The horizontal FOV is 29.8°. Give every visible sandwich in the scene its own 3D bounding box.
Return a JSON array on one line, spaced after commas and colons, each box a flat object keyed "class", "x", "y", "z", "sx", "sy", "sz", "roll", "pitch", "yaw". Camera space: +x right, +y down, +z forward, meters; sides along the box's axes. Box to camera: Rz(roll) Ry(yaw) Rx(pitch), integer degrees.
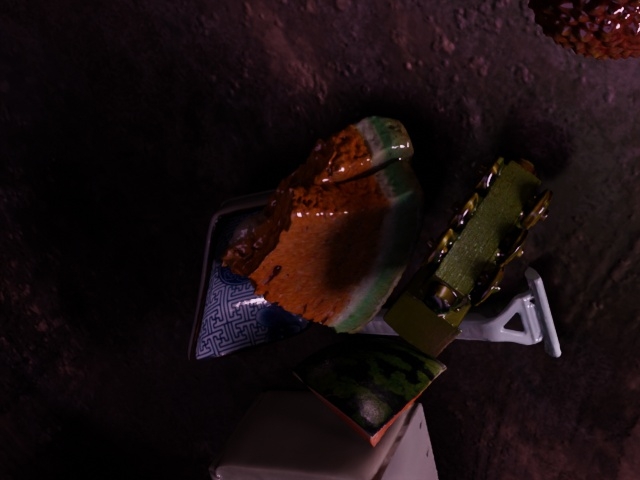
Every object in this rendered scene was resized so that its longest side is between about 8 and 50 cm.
[{"class": "sandwich", "x": 0.013, "y": -0.006, "z": 1.353, "sx": 0.292, "sy": 0.212, "sz": 0.109, "roll": -51, "pitch": 49, "yaw": 25}]

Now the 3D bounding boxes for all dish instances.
[{"class": "dish", "x": -0.083, "y": 0.025, "z": 1.476, "sx": 0.080, "sy": 0.182, "sz": 0.243, "roll": 51, "pitch": 141, "yaw": 36}]

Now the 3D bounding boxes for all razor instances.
[{"class": "razor", "x": 0.144, "y": 0.098, "z": 1.454, "sx": 0.278, "sy": 0.056, "sz": 0.111, "roll": -4, "pitch": 121, "yaw": 28}]

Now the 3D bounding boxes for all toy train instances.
[{"class": "toy train", "x": 0.161, "y": 0.009, "z": 1.291, "sx": 0.090, "sy": 0.225, "sz": 0.137, "roll": 37, "pitch": 147, "yaw": 2}]

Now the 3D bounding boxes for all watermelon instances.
[{"class": "watermelon", "x": 0.073, "y": 0.167, "z": 1.471, "sx": 0.137, "sy": 0.145, "sz": 0.193, "roll": 52, "pitch": 169, "yaw": -35}]

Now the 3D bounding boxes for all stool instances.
[{"class": "stool", "x": 0.021, "y": 0.357, "z": 1.619, "sx": 0.243, "sy": 0.170, "sz": 0.270, "roll": 1, "pitch": 122, "yaw": 27}]

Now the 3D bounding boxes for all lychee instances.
[{"class": "lychee", "x": 0.272, "y": -0.248, "z": 1.078, "sx": 0.188, "sy": 0.188, "sz": 0.188, "roll": 13, "pitch": 126, "yaw": 18}]
